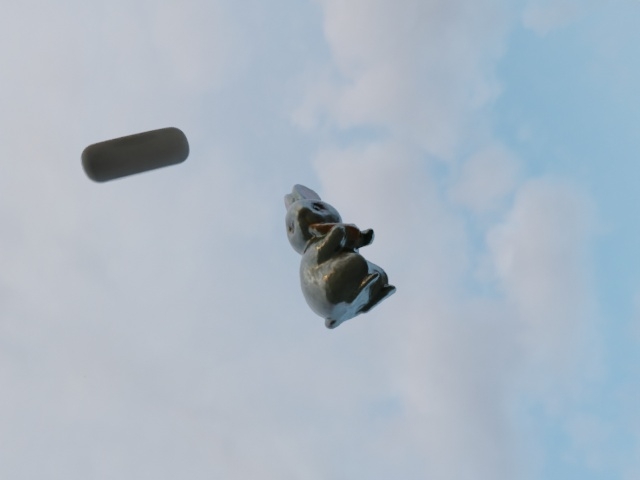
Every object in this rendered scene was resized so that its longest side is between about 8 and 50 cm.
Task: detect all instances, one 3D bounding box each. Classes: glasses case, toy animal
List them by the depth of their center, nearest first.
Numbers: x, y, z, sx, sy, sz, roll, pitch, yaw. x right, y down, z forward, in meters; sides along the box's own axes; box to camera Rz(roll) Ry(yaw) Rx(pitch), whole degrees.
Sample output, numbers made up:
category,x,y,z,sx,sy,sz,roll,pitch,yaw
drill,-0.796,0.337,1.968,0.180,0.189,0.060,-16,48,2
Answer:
category,x,y,z,sx,sy,sz,roll,pitch,yaw
toy animal,-0.003,0.001,0.938,0.127,0.125,0.251,-25,-120,-20
glasses case,-0.284,-0.133,0.957,0.164,0.041,0.063,-18,-85,-20
